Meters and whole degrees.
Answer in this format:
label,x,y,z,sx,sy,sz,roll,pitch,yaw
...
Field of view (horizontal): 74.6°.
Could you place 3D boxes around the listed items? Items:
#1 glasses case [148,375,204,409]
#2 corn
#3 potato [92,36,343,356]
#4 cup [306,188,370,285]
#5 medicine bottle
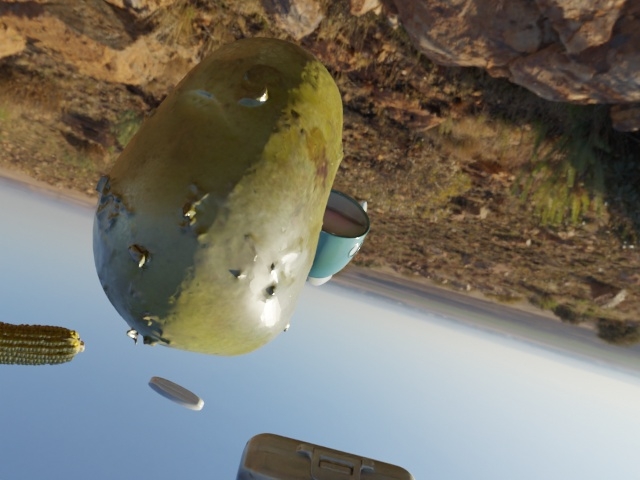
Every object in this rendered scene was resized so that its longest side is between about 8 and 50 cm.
label,x,y,z,sx,sy,sz,roll,pitch,yaw
glasses case,-0.473,0.501,1.376,0.193,0.049,0.074,33,142,-11
corn,-0.581,0.195,0.795,0.238,0.080,0.080,15,176,-33
potato,-0.102,-0.052,0.471,0.219,0.359,0.269,21,-173,21
cup,0.000,0.000,0.906,0.167,0.173,0.299,40,-138,20
medicine bottle,0.003,0.544,0.900,0.374,0.282,0.123,15,-143,1
